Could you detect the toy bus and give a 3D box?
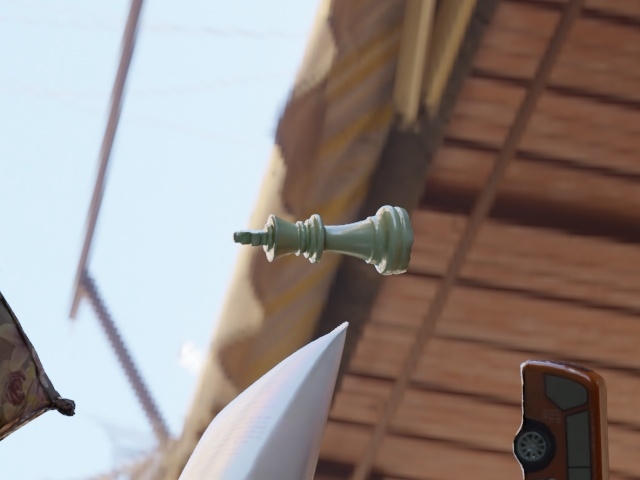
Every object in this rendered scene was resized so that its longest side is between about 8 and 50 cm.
[{"bbox_3d":[0.242,0.322,1.926,0.092,0.409,0.093,-2,-3,14],"label":"toy bus"}]

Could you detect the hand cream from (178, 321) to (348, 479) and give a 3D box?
[{"bbox_3d":[-0.061,0.201,1.774,0.118,0.359,0.185,45,-69,-10],"label":"hand cream"}]

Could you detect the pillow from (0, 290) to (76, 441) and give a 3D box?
[{"bbox_3d":[-0.330,0.139,1.543,0.169,0.255,0.059,58,-25,-9],"label":"pillow"}]

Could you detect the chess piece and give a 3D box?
[{"bbox_3d":[0.000,0.000,1.624,0.149,0.059,0.059,0,-39,-15],"label":"chess piece"}]
